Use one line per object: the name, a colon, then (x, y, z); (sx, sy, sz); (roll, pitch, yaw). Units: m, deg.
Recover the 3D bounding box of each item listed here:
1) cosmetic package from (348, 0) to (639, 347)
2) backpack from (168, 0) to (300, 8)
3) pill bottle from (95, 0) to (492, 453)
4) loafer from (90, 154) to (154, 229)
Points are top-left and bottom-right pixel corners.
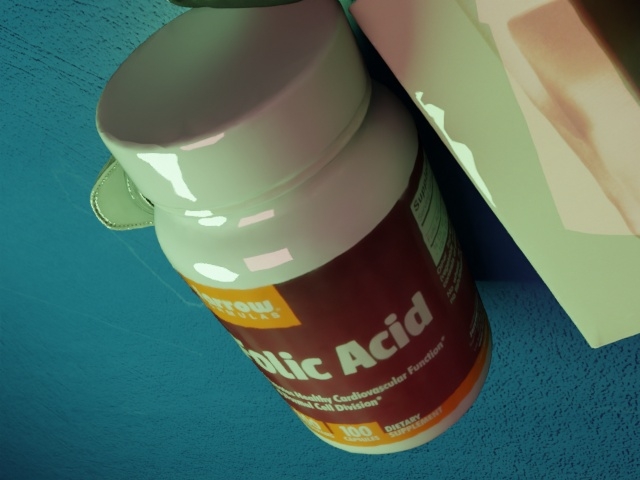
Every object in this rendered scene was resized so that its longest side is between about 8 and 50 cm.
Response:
cosmetic package: (0.178, -0.096, 0.500); (0.129, 0.153, 0.296); (-31, 100, 41)
backpack: (-0.052, -0.295, 0.445); (0.191, 0.225, 0.253); (8, 125, 21)
pill bottle: (0.000, 0.000, 0.612); (0.224, 0.224, 0.392); (1, 140, 30)
loafer: (-0.171, -0.077, 0.782); (0.319, 0.111, 0.112); (-26, 111, 43)
